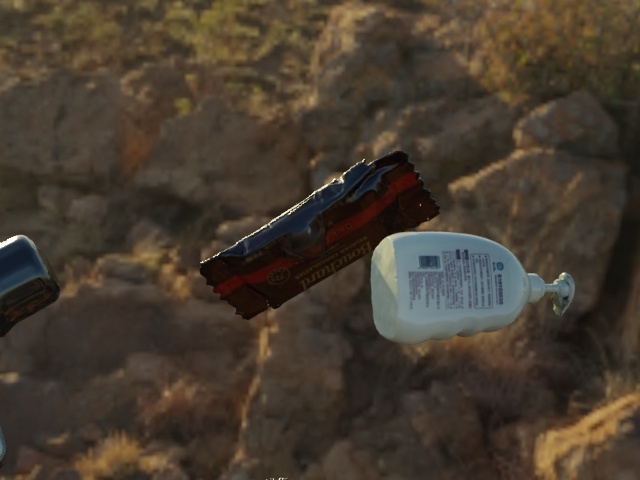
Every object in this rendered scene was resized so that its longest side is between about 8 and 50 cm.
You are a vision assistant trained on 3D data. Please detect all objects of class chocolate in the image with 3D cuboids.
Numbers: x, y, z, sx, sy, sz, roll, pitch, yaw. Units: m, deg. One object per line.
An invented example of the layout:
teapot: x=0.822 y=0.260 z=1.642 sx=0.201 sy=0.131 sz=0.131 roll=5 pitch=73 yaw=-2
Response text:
chocolate: x=0.000 y=0.000 z=0.963 sx=0.182 sy=0.086 sz=0.028 roll=-30 pitch=44 yaw=5

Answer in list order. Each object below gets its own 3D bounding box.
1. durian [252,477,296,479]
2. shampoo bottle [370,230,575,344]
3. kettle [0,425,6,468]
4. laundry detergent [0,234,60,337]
durian: x=-0.062 y=0.273 z=1.234 sx=0.140 sy=0.110 sz=0.071 roll=-33 pitch=74 yaw=-10
shampoo bottle: x=0.111 y=0.031 z=0.887 sx=0.152 sy=0.077 sz=0.045 roll=-1 pitch=-8 yaw=-23
kettle: x=-0.609 y=0.206 z=1.668 sx=0.250 sy=0.376 sz=0.361 roll=-12 pitch=17 yaw=44
laundry detergent: x=-0.233 y=0.064 z=0.617 sx=0.226 sy=0.070 sz=0.099 roll=-30 pitch=74 yaw=-6
